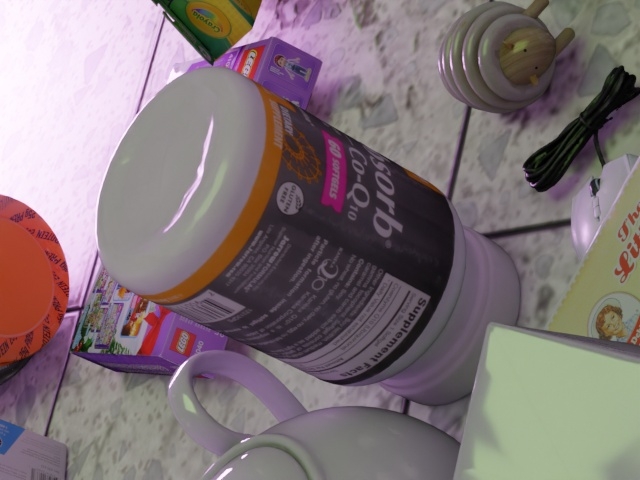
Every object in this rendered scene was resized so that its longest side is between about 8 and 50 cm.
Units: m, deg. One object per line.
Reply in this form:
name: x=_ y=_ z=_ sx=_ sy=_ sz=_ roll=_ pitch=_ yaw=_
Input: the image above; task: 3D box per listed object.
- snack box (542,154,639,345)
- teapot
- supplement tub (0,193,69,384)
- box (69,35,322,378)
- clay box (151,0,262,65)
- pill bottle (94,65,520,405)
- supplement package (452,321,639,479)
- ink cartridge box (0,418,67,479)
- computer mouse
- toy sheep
snack box: x=0.223 y=0.059 z=1.024 sx=0.187 sy=0.060 sz=0.322 roll=40 pitch=107 yaw=47
teapot: x=-0.012 y=0.210 z=1.169 sx=0.256 sy=0.187 sz=0.253 roll=3 pitch=72 yaw=53
supplement tub: x=-0.410 y=0.065 z=1.774 sx=0.338 sy=0.207 sz=0.207 roll=-16 pitch=56 yaw=48
box: x=-0.112 y=-0.026 z=1.561 sx=0.201 sy=0.057 sz=0.293 roll=-4 pitch=65 yaw=60
clay box: x=-0.110 y=-0.243 z=1.590 sx=0.053 sy=0.127 sz=0.222 roll=-38 pitch=16 yaw=17
pill bottle: x=-0.003 y=0.007 z=1.219 sx=0.162 sy=0.278 sz=0.162 roll=-31 pitch=46 yaw=38
supplement package: x=0.204 y=0.168 z=0.870 sx=0.261 sy=0.145 sz=0.204 roll=13 pitch=91 yaw=37
ink cartridge box: x=-0.288 y=0.255 z=1.577 sx=0.060 sy=0.104 sz=0.180 roll=-32 pitch=44 yaw=37
computer mouse: x=0.195 y=-0.026 z=1.194 sx=0.106 sy=0.042 sz=0.193 roll=-42 pitch=39 yaw=25
toy sheep: x=0.132 y=-0.136 z=1.318 sx=0.132 sy=0.091 sz=0.091 roll=-6 pitch=62 yaw=66
